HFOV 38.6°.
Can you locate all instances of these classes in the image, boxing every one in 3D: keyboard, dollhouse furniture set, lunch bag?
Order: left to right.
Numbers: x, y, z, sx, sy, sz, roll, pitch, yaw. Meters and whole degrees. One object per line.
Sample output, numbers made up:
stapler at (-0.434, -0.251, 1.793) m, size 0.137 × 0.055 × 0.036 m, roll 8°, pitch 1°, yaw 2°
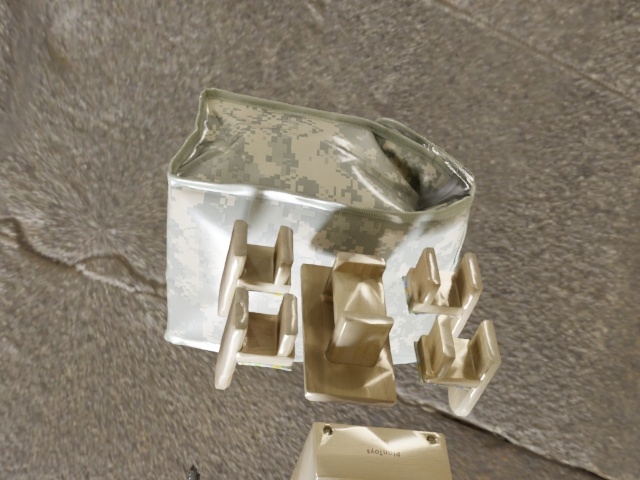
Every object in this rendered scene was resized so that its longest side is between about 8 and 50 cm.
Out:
keyboard at (-0.173, 0.379, 1.244) m, size 0.023 × 0.180 × 0.108 m, roll 6°, pitch 62°, yaw -4°
lunch bag at (0.000, 0.000, 0.914) m, size 0.287 × 0.169 × 0.235 m, roll 11°, pitch 133°, yaw 2°
dollhouse furniture set at (0.019, 0.129, 0.749) m, size 0.212 × 0.161 × 0.242 m, roll 8°, pitch 45°, yaw -11°
